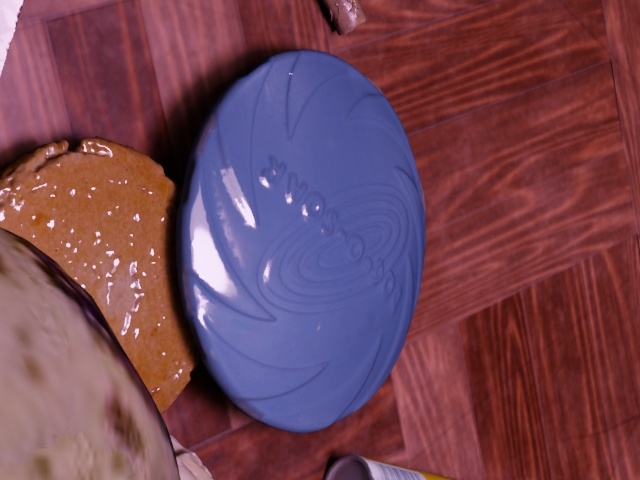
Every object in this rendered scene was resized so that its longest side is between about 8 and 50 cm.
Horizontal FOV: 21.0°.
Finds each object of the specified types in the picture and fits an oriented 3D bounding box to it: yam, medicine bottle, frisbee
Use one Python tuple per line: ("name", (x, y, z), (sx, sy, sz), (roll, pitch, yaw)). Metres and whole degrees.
("yam", (-0.005, -0.222, 1.305), (0.032, 0.032, 0.145), (-46, 122, -29))
("medicine bottle", (0.099, 0.223, 1.406), (0.218, 0.074, 0.073), (20, 80, -39))
("frisbee", (0.005, 0.000, 1.287), (0.289, 0.049, 0.289), (-1, 92, -51))

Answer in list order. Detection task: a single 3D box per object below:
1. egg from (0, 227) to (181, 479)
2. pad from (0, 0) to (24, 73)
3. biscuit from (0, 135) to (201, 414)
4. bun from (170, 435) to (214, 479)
("egg", (-0.250, 0.183, 0.841), (0.345, 0.345, 0.428), (12, 110, -42))
("pad", (-0.275, -0.104, 1.029), (0.170, 0.006, 0.245), (15, 97, -30))
("biscuit", (-0.162, 0.036, 1.175), (0.226, 0.042, 0.225), (-4, 97, -42))
("bun", (-0.160, 0.186, 1.107), (0.231, 0.231, 0.133), (19, 42, -41))
